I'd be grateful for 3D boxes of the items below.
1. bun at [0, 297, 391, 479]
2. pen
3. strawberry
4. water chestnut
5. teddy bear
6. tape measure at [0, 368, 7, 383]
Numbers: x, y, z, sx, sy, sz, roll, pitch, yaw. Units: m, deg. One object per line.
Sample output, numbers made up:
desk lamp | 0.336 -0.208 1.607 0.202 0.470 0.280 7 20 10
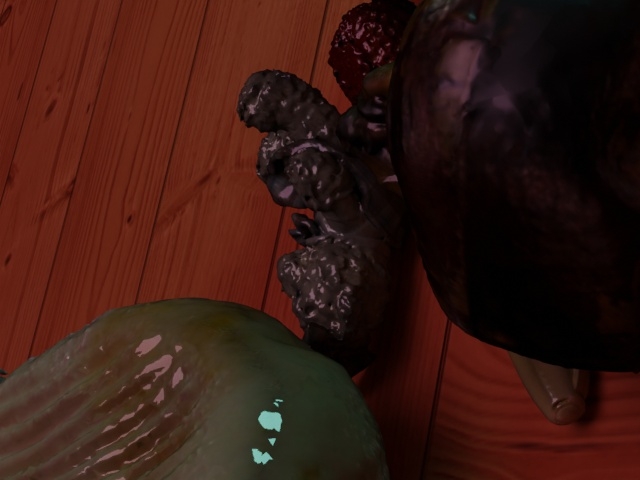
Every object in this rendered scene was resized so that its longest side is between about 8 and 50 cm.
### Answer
bun | -0.089 0.219 0.865 0.365 0.219 0.365 -31 44 35
pen | 0.112 0.021 0.847 0.040 0.032 0.233 -33 38 13
strawberry | 0.049 -0.121 1.007 0.083 0.083 0.096 -42 71 40
water chestnut | 0.119 -0.055 0.685 0.238 0.223 0.224 14 82 31
teddy bear | 0.018 -0.012 0.972 0.111 0.133 0.213 -17 69 4
tape measure | -0.260 0.263 1.209 0.256 0.147 0.275 10 76 59
